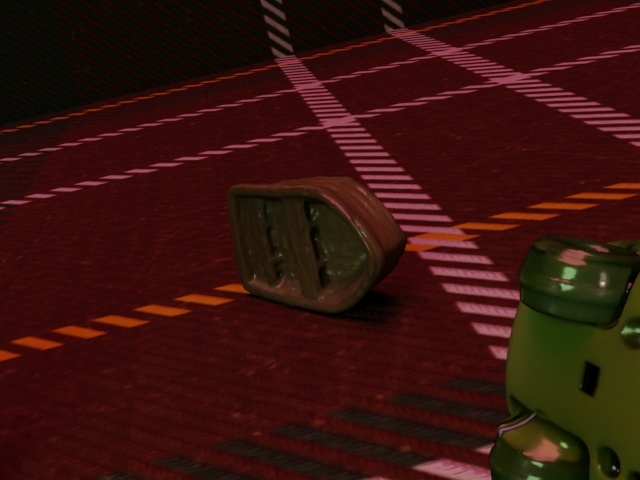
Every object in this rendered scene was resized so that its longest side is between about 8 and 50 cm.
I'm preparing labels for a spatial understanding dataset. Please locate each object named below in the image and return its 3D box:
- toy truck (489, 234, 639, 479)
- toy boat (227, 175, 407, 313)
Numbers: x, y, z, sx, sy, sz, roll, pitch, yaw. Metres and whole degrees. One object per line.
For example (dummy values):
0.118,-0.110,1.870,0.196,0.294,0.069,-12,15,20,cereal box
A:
0.204,0.078,0.414,0.210,0.148,0.187,6,9,-14,toy truck
0.000,0.000,0.756,0.061,0.116,0.188,-22,20,-39,toy boat
